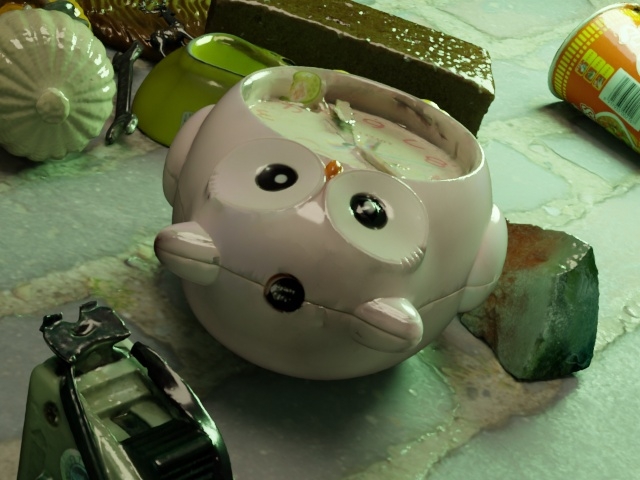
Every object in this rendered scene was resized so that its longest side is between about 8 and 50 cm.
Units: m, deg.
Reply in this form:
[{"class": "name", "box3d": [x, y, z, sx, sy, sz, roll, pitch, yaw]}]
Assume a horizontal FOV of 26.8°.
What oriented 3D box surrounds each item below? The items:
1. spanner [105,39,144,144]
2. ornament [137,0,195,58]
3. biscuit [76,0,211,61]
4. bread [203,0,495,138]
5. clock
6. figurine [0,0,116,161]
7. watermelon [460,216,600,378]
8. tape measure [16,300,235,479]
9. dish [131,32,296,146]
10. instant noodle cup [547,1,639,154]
[{"class": "spanner", "box3d": [-0.255, -0.195, 1.748, 0.015, 0.054, 0.254, 48, 17, -29]}, {"class": "ornament", "box3d": [-0.219, -0.295, 1.876, 0.073, 0.028, 0.125, -28, 70, -33]}, {"class": "biscuit", "box3d": [-0.229, -0.347, 2.009, 0.318, 0.040, 0.318, 12, 32, -8]}, {"class": "bread", "box3d": [0.039, -0.269, 1.906, 0.417, 0.113, 0.165, 19, 27, -6]}, {"class": "clock", "box3d": [0.000, 0.000, 1.366, 0.368, 0.250, 0.376, 20, 25, 4]}, {"class": "figurine", "box3d": [-0.329, -0.227, 1.637, 0.205, 0.185, 0.332, -13, 30, 20]}, {"class": "watermelon", "box3d": [0.201, 0.042, 1.526, 0.094, 0.154, 0.241, -10, 27, -37]}, {"class": "tape measure", "box3d": [-0.144, 0.197, 0.993, 0.115, 0.235, 0.207, -17, 45, -39]}, {"class": "dish", "box3d": [-0.109, -0.191, 1.752, 0.262, 0.108, 0.221, 25, 33, 15]}, {"class": "instant noodle cup", "box3d": [0.485, -0.228, 2.039, 0.193, 0.193, 0.212, -11, 48, -37]}]
